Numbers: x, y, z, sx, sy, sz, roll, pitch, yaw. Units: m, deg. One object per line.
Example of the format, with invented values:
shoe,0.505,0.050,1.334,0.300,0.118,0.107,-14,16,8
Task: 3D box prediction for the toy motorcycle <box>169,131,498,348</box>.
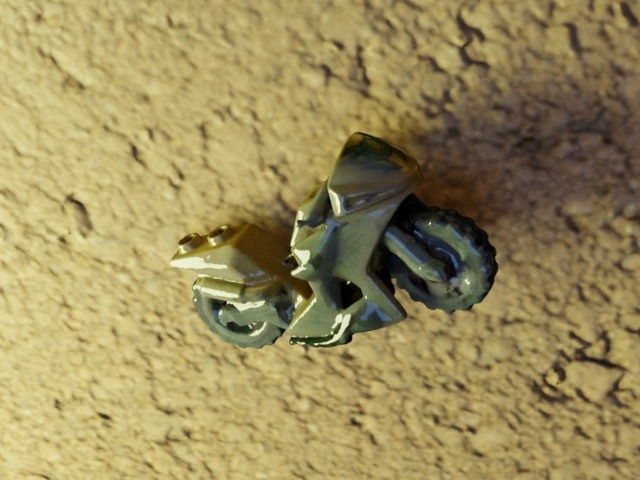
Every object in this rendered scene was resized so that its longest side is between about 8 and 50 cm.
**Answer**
toy motorcycle,0.000,0.000,1.096,0.229,0.094,0.130,-13,119,35
